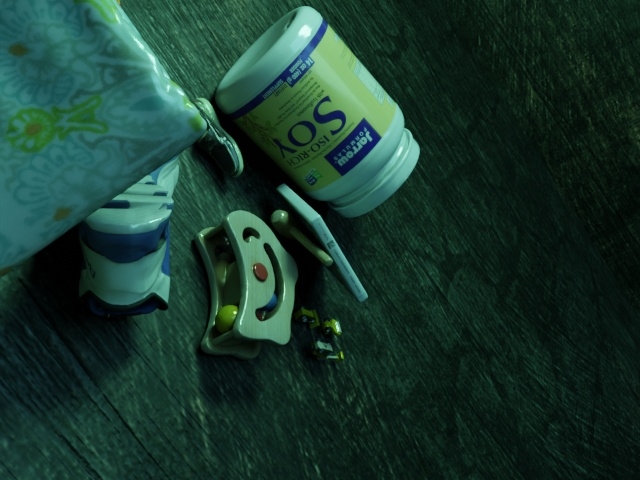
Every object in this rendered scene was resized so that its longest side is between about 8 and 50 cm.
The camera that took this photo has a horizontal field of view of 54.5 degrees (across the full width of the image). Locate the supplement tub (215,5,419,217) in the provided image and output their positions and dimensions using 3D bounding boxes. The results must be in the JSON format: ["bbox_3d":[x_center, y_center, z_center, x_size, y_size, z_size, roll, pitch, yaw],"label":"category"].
[{"bbox_3d":[0.000,-0.224,1.134,0.331,0.241,0.241,43,38,-23],"label":"supplement tub"}]

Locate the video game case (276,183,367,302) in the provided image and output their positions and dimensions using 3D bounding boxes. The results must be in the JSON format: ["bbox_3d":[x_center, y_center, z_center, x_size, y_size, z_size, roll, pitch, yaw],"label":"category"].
[{"bbox_3d":[0.000,0.000,1.041,0.173,0.022,0.190,58,-6,-28],"label":"video game case"}]

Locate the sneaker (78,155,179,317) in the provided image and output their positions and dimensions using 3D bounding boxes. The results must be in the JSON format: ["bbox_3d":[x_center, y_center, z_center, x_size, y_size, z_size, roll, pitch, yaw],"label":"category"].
[{"bbox_3d":[-0.247,-0.010,0.773,0.127,0.182,0.315,5,25,-15],"label":"sneaker"}]

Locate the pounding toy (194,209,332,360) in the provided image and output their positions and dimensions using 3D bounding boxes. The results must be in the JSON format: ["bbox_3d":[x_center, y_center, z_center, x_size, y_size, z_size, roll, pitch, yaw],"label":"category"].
[{"bbox_3d":[-0.088,0.033,0.916,0.154,0.155,0.269,40,38,-32],"label":"pounding toy"}]

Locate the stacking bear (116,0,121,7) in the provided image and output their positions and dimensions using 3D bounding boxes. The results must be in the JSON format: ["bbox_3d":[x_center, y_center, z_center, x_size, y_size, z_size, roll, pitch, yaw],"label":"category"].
[{"bbox_3d":[-0.363,-0.292,0.797,0.175,0.164,0.289,51,24,-2],"label":"stacking bear"}]

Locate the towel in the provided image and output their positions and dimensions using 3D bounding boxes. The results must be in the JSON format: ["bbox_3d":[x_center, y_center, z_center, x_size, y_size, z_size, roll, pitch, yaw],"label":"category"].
[{"bbox_3d":[-0.343,-0.163,0.582,0.374,0.320,0.090,54,-1,1],"label":"towel"}]

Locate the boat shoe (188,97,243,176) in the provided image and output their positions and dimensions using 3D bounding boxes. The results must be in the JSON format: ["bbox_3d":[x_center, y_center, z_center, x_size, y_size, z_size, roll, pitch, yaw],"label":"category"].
[{"bbox_3d":[-0.184,-0.168,1.031,0.049,0.056,0.152,-22,75,-50],"label":"boat shoe"}]

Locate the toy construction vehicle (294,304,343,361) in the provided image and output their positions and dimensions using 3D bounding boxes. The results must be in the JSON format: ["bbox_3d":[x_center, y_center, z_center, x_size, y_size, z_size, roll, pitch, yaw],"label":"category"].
[{"bbox_3d":[-0.003,0.161,1.049,0.098,0.035,0.086,25,38,-44],"label":"toy construction vehicle"}]
